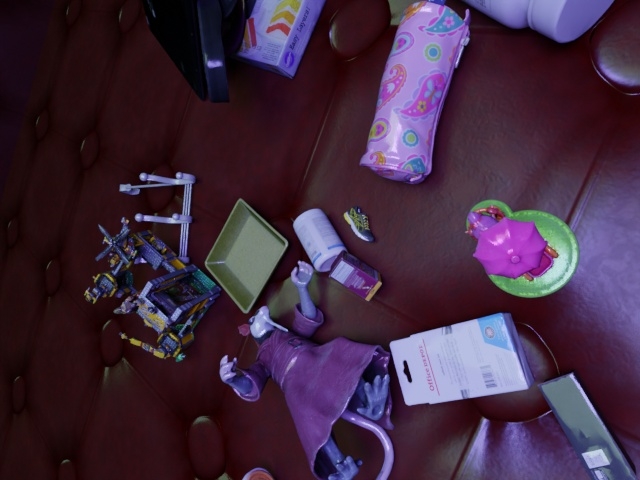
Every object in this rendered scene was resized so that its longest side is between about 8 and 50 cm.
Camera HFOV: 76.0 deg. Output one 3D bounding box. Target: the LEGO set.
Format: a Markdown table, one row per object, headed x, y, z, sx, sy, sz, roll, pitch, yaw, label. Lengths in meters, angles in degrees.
| x | y | z | sx | sy | sz | roll | pitch | yaw | label |
| --- | --- | --- | --- | --- | --- | --- | --- | --- | --- |
| -0.409 | 0.130 | 0.929 | 0.255 | 0.192 | 0.331 | -43 | 86 | 18 | LEGO set |

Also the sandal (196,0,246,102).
| x | y | z | sx | sy | sz | roll | pitch | yaw | label |
| --- | --- | --- | --- | --- | --- | --- | --- | --- | --- |
| -0.208 | -0.479 | 0.890 | 0.167 | 0.107 | 0.445 | 105 | 155 | -64 | sandal |

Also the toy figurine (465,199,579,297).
| x | y | z | sx | sy | sz | roll | pitch | yaw | label |
| --- | --- | --- | --- | --- | --- | --- | --- | --- | --- |
| 0.249 | -0.005 | 0.553 | 0.130 | 0.159 | 0.173 | -50 | 58 | 19 | toy figurine |

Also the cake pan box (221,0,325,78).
| x | y | z | sx | sy | sz | roll | pitch | yaw | label |
| --- | --- | --- | --- | --- | --- | --- | --- | --- | --- |
| -0.116 | -0.530 | 0.949 | 0.267 | 0.070 | 0.245 | 34 | 101 | 35 | cake pan box |

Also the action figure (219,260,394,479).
| x | y | z | sx | sy | sz | roll | pitch | yaw | label |
| --- | --- | --- | --- | --- | --- | --- | --- | --- | --- |
| -0.021 | 0.226 | 0.742 | 0.248 | 0.275 | 0.370 | -42 | 34 | -19 | action figure |

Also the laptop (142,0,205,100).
| x | y | z | sx | sy | sz | roll | pitch | yaw | label |
| --- | --- | --- | --- | --- | --- | --- | --- | --- | --- |
| -0.312 | -0.645 | 0.984 | 0.236 | 0.382 | 0.407 | -34 | 84 | -18 | laptop |

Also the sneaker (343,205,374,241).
| x | y | z | sx | sy | sz | roll | pitch | yaw | label |
| --- | --- | --- | --- | --- | --- | --- | --- | --- | --- |
| 0.076 | -0.032 | 0.761 | 0.035 | 0.031 | 0.083 | -49 | 59 | 20 | sneaker |

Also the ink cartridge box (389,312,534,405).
| x | y | z | sx | sy | sz | roll | pitch | yaw | label |
| --- | --- | --- | --- | --- | --- | --- | --- | --- | --- |
| 0.207 | 0.180 | 0.618 | 0.180 | 0.060 | 0.104 | -23 | 71 | 31 | ink cartridge box |

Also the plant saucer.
| x | y | z | sx | sy | sz | roll | pitch | yaw | label |
| --- | --- | --- | --- | --- | --- | --- | --- | --- | --- |
| -0.158 | 0.033 | 0.912 | 0.188 | 0.045 | 0.188 | 41 | 107 | 33 | plant saucer |

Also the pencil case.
| x | y | z | sx | sy | sz | roll | pitch | yaw | label |
| --- | --- | --- | --- | --- | --- | --- | --- | --- | --- |
| 0.157 | -0.239 | 0.679 | 0.124 | 0.124 | 0.283 | 18 | 93 | 36 | pencil case |

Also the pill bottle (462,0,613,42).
| x | y | z | sx | sy | sz | roll | pitch | yaw | label |
| --- | --- | --- | --- | --- | --- | --- | --- | --- | --- |
| 0.276 | -0.413 | 0.589 | 0.160 | 0.160 | 0.283 | -50 | 59 | 20 | pill bottle |

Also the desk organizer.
| x | y | z | sx | sy | sz | roll | pitch | yaw | label |
| --- | --- | --- | --- | --- | --- | --- | --- | --- | --- |
| 0.339 | 0.236 | 0.521 | 0.047 | 0.050 | 0.130 | -35 | 65 | 27 | desk organizer |

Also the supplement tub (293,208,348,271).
| x | y | z | sx | sy | sz | roll | pitch | yaw | label |
| --- | --- | --- | --- | --- | --- | --- | --- | --- | --- |
| 0.000 | 0.000 | 0.787 | 0.071 | 0.071 | 0.107 | -41 | 61 | 24 | supplement tub |

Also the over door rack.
| x | y | z | sx | sy | sz | roll | pitch | yaw | label |
| --- | --- | --- | --- | --- | --- | --- | --- | --- | --- |
| -0.478 | -0.052 | 1.118 | 0.325 | 0.108 | 0.239 | -2 | 82 | 36 | over door rack |

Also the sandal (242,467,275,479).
| x | y | z | sx | sy | sz | roll | pitch | yaw | label |
| --- | --- | --- | --- | --- | --- | --- | --- | --- | --- |
| -0.066 | 0.550 | 0.748 | 0.076 | 0.102 | 0.265 | -26 | 77 | 29 | sandal |

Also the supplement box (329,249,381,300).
| x | y | z | sx | sy | sz | roll | pitch | yaw | label |
| --- | --- | --- | --- | --- | --- | --- | --- | --- | --- |
| 0.061 | 0.061 | 0.721 | 0.083 | 0.055 | 0.043 | 33 | 106 | -4 | supplement box |
